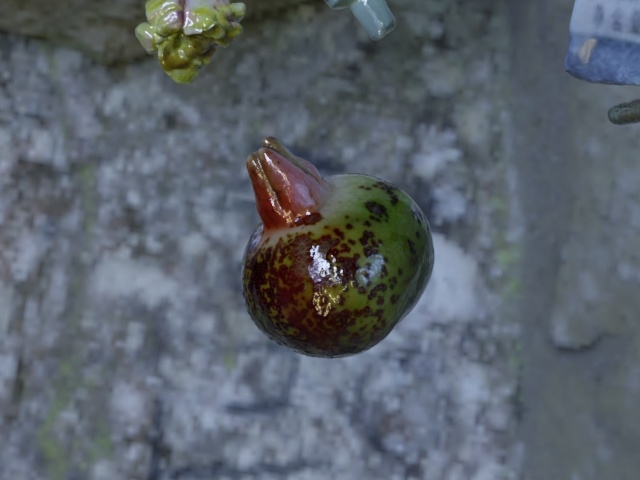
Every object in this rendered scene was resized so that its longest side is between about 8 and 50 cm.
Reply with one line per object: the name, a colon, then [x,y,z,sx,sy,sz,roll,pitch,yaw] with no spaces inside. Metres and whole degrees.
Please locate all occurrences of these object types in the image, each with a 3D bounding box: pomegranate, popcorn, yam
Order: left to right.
popcorn: [-0.133,-0.224,1.752,0.109,0.089,0.097,-40,-17,-16]
pomegranate: [0.000,0.000,1.720,0.248,0.214,0.214,58,-165,-25]
yam: [0.259,-0.104,1.289,0.116,0.021,0.021,-7,73,65]

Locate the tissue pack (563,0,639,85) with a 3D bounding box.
tissue pack: [0.362,-0.120,0.837,0.288,0.394,0.124,-25,-56,-50]

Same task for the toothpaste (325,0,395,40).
toothpaste: [-0.041,-0.356,1.565,0.392,0.098,0.061,58,-168,6]
